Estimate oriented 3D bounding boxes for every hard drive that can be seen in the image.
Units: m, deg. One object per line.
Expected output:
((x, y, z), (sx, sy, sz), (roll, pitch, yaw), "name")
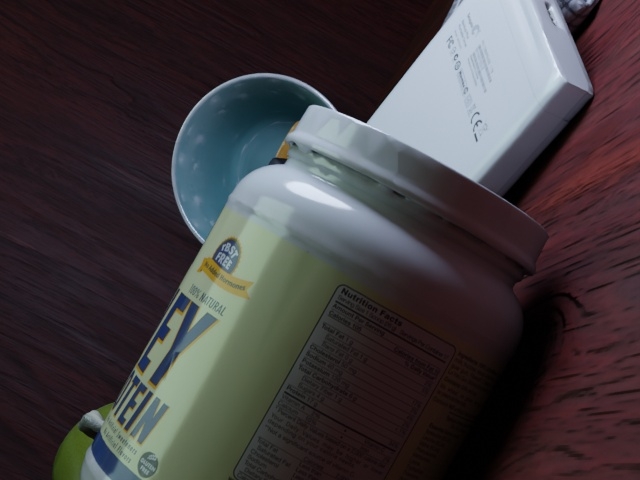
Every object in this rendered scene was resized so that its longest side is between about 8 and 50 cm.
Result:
((0.123, -0.099, 1.273), (0.353, 0.047, 0.233), (-51, 32, 34), "hard drive")

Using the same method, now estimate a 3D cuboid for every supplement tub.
((0.000, 0.091, 0.908), (0.324, 0.235, 0.235), (-61, 4, -1), "supplement tub")

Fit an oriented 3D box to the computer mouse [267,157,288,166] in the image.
((0.000, 0.000, 1.827), (0.072, 0.272, 0.188), (-20, -5, -13), "computer mouse")

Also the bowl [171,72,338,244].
((-0.072, -0.113, 2.074), (0.311, 0.312, 0.163), (-60, -14, 9), "bowl")

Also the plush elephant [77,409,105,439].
((-0.134, 0.195, 1.507), (0.255, 0.272, 0.330), (12, -91, -60), "plush elephant")

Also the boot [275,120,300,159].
((0.044, -0.125, 1.873), (0.104, 0.211, 0.295), (-16, -40, -55), "boot")

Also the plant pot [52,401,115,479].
((-0.270, 0.429, 1.930), (0.274, 0.275, 0.293), (-60, 20, 11), "plant pot")

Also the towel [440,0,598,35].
((0.244, -0.309, 1.438), (0.283, 0.121, 0.235), (-64, 6, -36), "towel")
